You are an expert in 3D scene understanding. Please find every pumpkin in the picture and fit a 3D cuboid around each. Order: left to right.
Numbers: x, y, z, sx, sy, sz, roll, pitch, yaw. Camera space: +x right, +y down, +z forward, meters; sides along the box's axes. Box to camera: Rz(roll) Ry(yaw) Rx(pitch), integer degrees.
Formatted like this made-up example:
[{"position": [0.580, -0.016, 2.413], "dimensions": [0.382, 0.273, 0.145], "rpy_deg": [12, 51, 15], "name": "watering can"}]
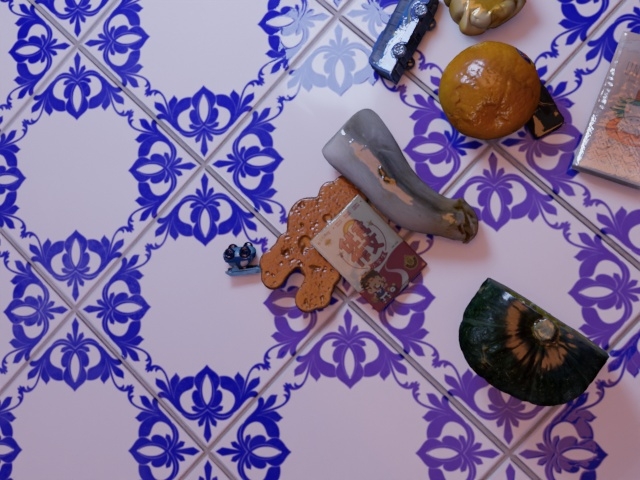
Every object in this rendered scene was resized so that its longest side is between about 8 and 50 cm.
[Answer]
[{"position": [0.421, 0.232, 1.496], "dimensions": [0.293, 0.263, 0.196], "rpy_deg": [33, 95, 16], "name": "pumpkin"}]

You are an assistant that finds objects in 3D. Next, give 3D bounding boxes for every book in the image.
[{"position": [0.112, 0.030, 1.665], "dimensions": [0.162, 0.022, 0.232], "rpy_deg": [-44, 91, -5], "name": "book"}]

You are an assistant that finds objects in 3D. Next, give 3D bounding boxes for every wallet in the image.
[{"position": [0.493, -0.316, 1.658], "dimensions": [0.082, 0.018, 0.156], "rpy_deg": [-27, 79, 9], "name": "wallet"}]

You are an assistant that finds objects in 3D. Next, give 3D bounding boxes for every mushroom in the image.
[{"position": [0.188, -0.128, 1.645], "dimensions": [0.177, 0.126, 0.397], "rpy_deg": [-37, 79, -22], "name": "mushroom"}]

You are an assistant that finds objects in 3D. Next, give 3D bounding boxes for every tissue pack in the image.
[{"position": [0.693, -0.286, 1.587], "dimensions": [0.170, 0.071, 0.325], "rpy_deg": [22, 89, 15], "name": "tissue pack"}]

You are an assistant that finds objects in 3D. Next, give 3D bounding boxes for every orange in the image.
[{"position": [0.371, -0.331, 1.589], "dimensions": [0.219, 0.219, 0.193], "rpy_deg": [-34, 39, 6], "name": "orange"}]

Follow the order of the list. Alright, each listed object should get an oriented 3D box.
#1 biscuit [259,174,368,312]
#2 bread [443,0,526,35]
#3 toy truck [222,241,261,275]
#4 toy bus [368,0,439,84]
[{"position": [0.000, 0.000, 1.703], "dimensions": [0.202, 0.047, 0.333], "rpy_deg": [31, 86, 5], "name": "biscuit"}, {"position": [0.345, -0.631, 1.668], "dimensions": [0.173, 0.121, 0.311], "rpy_deg": [-23, 80, 5], "name": "bread"}, {"position": [-0.167, 0.042, 1.738], "dimensions": [0.136, 0.063, 0.074], "rpy_deg": [-7, 102, 9], "name": "toy truck"}, {"position": [0.201, -0.494, 1.712], "dimensions": [0.094, 0.079, 0.236], "rpy_deg": [28, 90, 29], "name": "toy bus"}]
